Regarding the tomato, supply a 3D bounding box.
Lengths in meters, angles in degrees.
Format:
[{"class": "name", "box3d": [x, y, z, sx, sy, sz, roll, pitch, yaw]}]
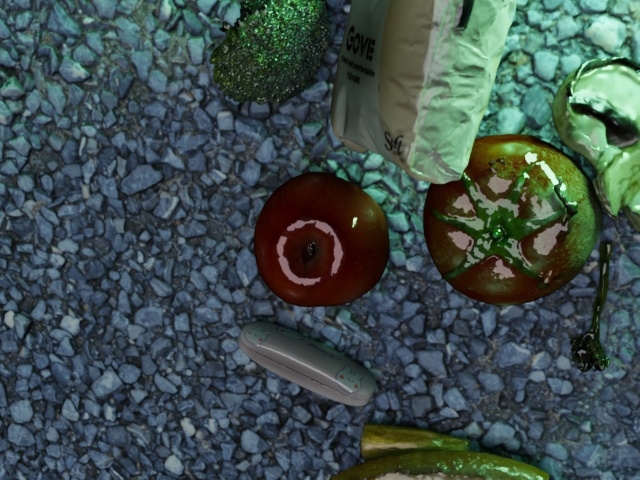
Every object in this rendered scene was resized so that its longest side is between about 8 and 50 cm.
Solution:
[{"class": "tomato", "box3d": [0.330, -0.044, 1.631, 0.304, 0.239, 0.303, 7, 109, 20]}]

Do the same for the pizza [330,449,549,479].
[{"class": "pizza", "box3d": [0.247, 0.590, 1.910, 0.440, 0.130, 0.406, 1, 119, 7]}]

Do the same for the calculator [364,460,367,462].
[{"class": "calculator", "box3d": [0.152, 0.528, 1.972, 0.057, 0.018, 0.172, -30, 95, 23]}]

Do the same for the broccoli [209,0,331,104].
[{"class": "broccoli", "box3d": [-0.086, -0.360, 1.710, 0.176, 0.198, 0.226, 0, 76, 50]}]

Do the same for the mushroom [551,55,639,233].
[{"class": "mushroom", "box3d": [0.516, -0.142, 1.571, 0.344, 0.130, 0.247, 42, 71, -4]}]

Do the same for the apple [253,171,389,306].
[{"class": "apple", "box3d": [0.000, 0.000, 1.762, 0.260, 0.216, 0.260, 3, 104, 14]}]

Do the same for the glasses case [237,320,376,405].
[{"class": "glasses case", "box3d": [-0.027, 0.247, 1.894, 0.297, 0.113, 0.075, 25, 110, 8]}]

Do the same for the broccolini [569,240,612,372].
[{"class": "broccolini", "box3d": [0.513, 0.124, 1.747, 0.057, 0.071, 0.254, 20, 109, 55]}]

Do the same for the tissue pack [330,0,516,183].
[{"class": "tissue pack", "box3d": [0.153, -0.305, 1.586, 0.195, 0.375, 0.390, 3, 108, -25]}]

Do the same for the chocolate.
[{"class": "chocolate", "box3d": [0.192, 0.414, 1.898, 0.219, 0.085, 0.085, 0, 105, 15]}]
